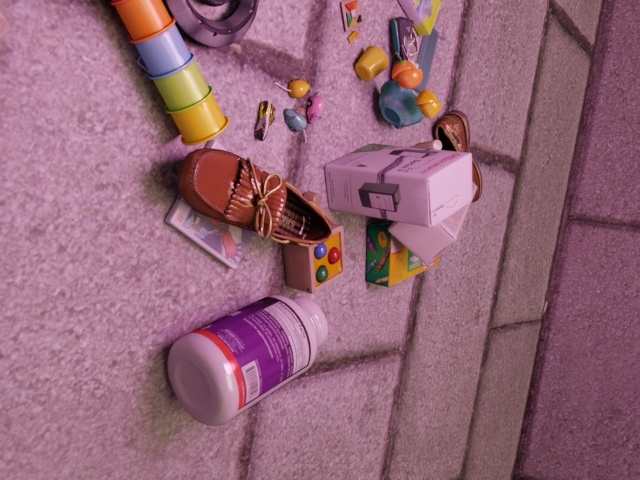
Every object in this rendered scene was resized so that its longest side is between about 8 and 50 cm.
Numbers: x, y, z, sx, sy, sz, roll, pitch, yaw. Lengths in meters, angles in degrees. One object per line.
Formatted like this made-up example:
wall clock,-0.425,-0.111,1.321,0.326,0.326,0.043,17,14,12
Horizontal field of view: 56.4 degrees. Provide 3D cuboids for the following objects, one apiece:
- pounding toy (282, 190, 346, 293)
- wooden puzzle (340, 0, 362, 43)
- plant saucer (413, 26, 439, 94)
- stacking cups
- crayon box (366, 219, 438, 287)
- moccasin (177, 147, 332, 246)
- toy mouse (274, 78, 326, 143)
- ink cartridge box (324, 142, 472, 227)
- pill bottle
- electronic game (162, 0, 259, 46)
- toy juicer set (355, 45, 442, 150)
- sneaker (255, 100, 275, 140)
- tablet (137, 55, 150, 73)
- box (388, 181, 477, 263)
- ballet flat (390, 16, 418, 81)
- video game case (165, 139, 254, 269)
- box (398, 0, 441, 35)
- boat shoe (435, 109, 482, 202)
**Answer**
pounding toy,0.006,-0.008,1.388,0.181,0.094,0.206,-26,120,-45
wooden puzzle,0.076,-0.531,1.399,0.078,0.014,0.116,-45,132,-35
plant saucer,0.297,-0.511,1.681,0.067,0.018,0.192,17,85,-52
stacking cups,-0.257,-0.315,0.978,0.096,0.096,0.316,-47,128,-33
crayon box,0.241,0.015,1.701,0.278,0.081,0.166,-17,113,-48
moccasin,-0.112,-0.068,1.142,0.380,0.146,0.139,35,72,-49
toy mouse,-0.030,-0.284,1.318,0.161,0.031,0.143,-25,119,-46
ink cartridge box,0.189,-0.140,1.424,0.211,0.289,0.122,-31,123,-44
pill bottle,-0.133,0.223,1.207,0.322,0.181,0.182,-22,117,-47
electronic game,-0.191,-0.461,1.053,0.229,0.048,0.230,-20,116,-48
toy juicer set,0.229,-0.332,1.488,0.089,0.209,0.329,-49,134,-19
sneaker,-0.109,-0.244,1.229,0.035,0.031,0.084,10,92,-53
tablet,-0.276,-0.322,1.019,0.054,0.006,0.083,36,71,-50
box,0.311,-0.090,1.623,0.148,0.121,0.311,42,39,-2
ballet flat,0.221,-0.472,1.544,0.074,0.074,0.203,-20,113,-47
video game case,-0.192,-0.066,1.180,0.201,0.023,0.184,44,66,-48
box,0.257,-0.641,1.574,0.178,0.042,0.109,37,70,-50
boat shoe,0.412,-0.239,1.839,0.104,0.110,0.308,-39,118,-34
